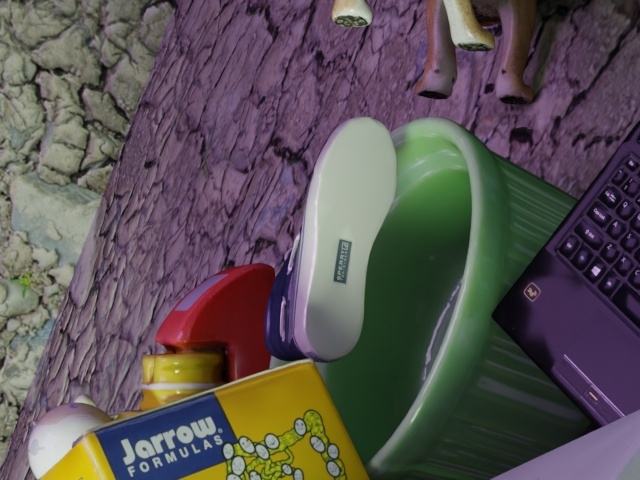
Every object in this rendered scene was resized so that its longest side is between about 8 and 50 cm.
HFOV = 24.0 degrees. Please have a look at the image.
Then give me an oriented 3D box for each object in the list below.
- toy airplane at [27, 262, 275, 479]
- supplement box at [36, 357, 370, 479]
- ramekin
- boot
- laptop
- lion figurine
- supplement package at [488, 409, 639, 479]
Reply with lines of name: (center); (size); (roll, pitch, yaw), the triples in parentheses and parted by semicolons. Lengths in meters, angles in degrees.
toy airplane: (-0.153, 0.246, 1.406); (0.386, 0.272, 0.384); (-53, 27, 32)
supplement box: (-0.048, 0.294, 1.017); (0.194, 0.195, 0.356); (-41, 70, 49)
ramekin: (0.094, 0.071, 1.160); (0.303, 0.148, 0.303); (-48, 30, 40)
boot: (0.000, 0.000, 1.146); (0.086, 0.069, 0.190); (-11, 62, 61)
laptop: (0.210, 0.007, 0.856); (0.264, 0.136, 0.234); (-54, 51, 17)
lion figurine: (0.114, -0.257, 1.259); (0.392, 0.142, 0.240); (34, -120, -75)
supplement package: (0.118, 0.236, 0.852); (0.204, 0.145, 0.262); (-42, 1, -39)
